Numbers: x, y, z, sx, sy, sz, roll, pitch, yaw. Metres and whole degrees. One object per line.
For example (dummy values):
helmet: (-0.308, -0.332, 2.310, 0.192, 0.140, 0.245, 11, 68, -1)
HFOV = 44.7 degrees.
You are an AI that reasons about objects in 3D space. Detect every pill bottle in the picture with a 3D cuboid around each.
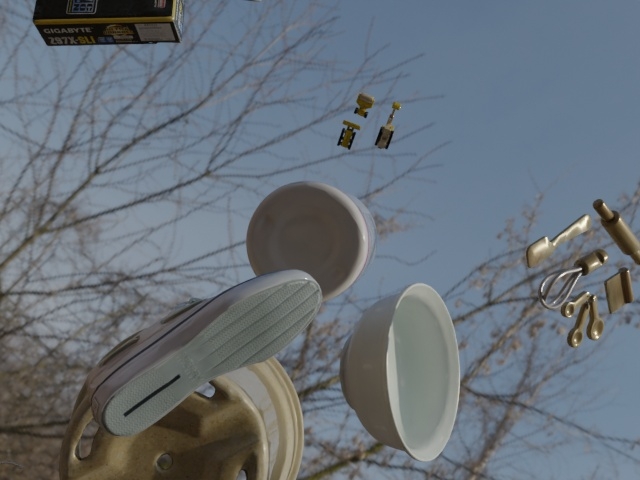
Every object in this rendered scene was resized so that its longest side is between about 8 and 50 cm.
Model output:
pill bottle: (0.000, 0.000, 1.127, 0.160, 0.160, 0.283, 36, 6, 6)

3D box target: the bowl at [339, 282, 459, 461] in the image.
bowl: (0.124, 0.224, 1.340, 0.134, 0.298, 0.298, -6, -49, 32)

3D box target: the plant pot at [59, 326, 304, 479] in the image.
plant pot: (-0.177, 0.260, 0.969, 0.334, 0.334, 0.305, 39, -10, 1)

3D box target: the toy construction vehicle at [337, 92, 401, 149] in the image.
toy construction vehicle: (0.081, -0.193, 1.292, 0.086, 0.035, 0.098, 18, -67, 2)

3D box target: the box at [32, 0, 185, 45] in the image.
box: (-0.383, -0.517, 1.467, 0.257, 0.322, 0.079, -1, -24, 4)

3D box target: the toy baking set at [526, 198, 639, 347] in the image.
toy baking set: (0.391, 0.045, 1.122, 0.030, 0.196, 0.256, 15, -26, 52)

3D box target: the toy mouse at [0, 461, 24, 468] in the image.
toy mouse: (-0.421, 0.269, 0.861, 0.161, 0.143, 0.031, 16, -6, -11)

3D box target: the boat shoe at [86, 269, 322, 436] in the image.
boat shoe: (-0.109, 0.082, 0.699, 0.076, 0.226, 0.083, 39, -30, 48)
